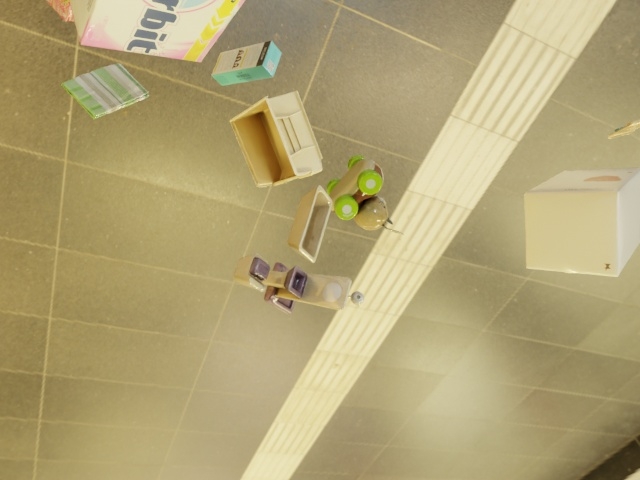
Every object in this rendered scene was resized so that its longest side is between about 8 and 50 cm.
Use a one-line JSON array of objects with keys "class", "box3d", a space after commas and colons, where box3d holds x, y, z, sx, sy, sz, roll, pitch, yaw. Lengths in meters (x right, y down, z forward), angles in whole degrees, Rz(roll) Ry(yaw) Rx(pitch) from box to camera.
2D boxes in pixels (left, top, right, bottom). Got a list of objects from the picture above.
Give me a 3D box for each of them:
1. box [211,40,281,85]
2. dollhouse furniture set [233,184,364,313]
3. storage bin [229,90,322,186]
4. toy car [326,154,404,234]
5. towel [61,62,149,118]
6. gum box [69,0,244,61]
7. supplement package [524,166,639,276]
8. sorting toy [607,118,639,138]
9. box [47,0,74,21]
[{"class": "box", "box3d": [-0.253, -0.595, 1.512, 0.244, 0.101, 0.060, 6, 162, 35]}, {"class": "dollhouse furniture set", "box3d": [0.000, 0.000, 0.367, 0.081, 0.115, 0.091, 5, 157, 30]}, {"class": "storage bin", "box3d": [-0.144, -0.314, 1.452, 0.123, 0.262, 0.261, -28, 104, -32]}, {"class": "toy car", "box3d": [0.123, -0.084, 1.045, 0.188, 0.155, 0.149, 38, 105, -21]}, {"class": "towel", "box3d": [-0.494, -0.346, 1.035, 0.113, 0.152, 0.023, 45, 142, 2]}, {"class": "gum box", "box3d": [-0.103, -0.217, 0.326, 0.107, 0.062, 0.188, -10, 170, -42]}, {"class": "supplement package", "box3d": [0.596, -0.053, 1.001, 0.292, 0.177, 0.176, -22, 110, -44]}, {"class": "sorting toy", "box3d": [0.571, -0.209, 0.804, 0.083, 0.012, 0.062, -15, 170, -7]}, {"class": "box", "box3d": [-0.579, -0.683, 1.098, 0.123, 0.128, 0.257, 48, 128, 6]}]
